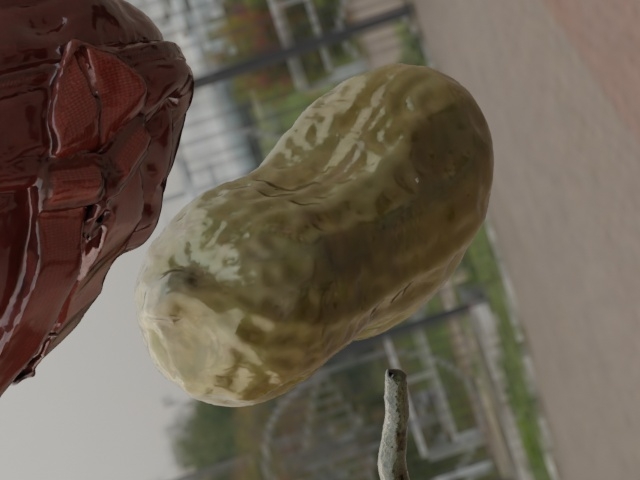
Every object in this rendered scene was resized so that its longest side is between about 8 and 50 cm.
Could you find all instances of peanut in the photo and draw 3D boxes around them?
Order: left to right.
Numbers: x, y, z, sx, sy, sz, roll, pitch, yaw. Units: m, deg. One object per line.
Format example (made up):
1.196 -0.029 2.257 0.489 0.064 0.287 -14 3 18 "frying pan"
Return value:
0.005 0.006 1.218 0.143 0.291 0.159 6 127 43 "peanut"

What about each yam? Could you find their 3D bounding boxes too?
0.059 0.187 1.442 0.029 0.027 0.234 -75 -15 -51 "yam"

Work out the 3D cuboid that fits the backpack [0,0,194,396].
-0.143 -0.015 0.779 0.139 0.229 0.229 49 173 14 "backpack"
